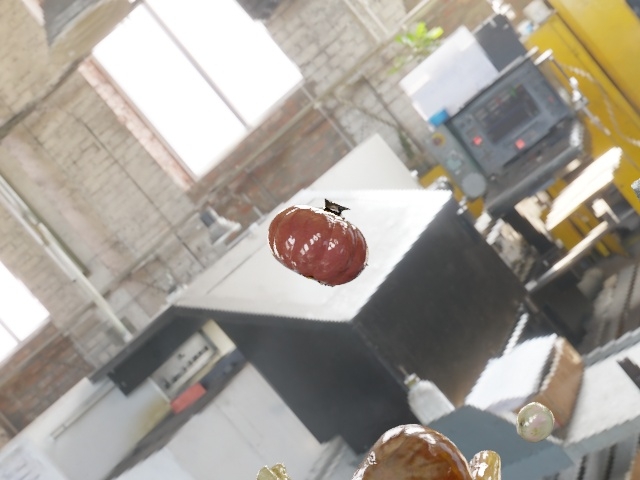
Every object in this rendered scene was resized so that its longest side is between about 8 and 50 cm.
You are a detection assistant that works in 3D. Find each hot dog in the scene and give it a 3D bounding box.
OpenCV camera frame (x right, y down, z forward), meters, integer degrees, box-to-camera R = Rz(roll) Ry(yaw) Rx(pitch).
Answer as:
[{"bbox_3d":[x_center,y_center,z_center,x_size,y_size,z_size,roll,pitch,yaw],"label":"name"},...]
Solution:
[{"bbox_3d":[0.295,0.459,1.594,0.249,0.068,0.100,-30,-45,-78],"label":"hot dog"}]

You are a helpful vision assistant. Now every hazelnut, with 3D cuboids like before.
[{"bbox_3d":[0.119,0.328,1.080,0.182,0.182,0.182,-40,4,3],"label":"hazelnut"}]

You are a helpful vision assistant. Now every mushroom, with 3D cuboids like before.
[{"bbox_3d":[0.445,0.377,1.784,0.083,0.083,0.067,-40,24,5],"label":"mushroom"}]

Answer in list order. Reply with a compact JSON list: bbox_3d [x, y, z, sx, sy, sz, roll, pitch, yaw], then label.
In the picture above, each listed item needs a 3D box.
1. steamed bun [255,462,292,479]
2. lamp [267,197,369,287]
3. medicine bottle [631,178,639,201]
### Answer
[{"bbox_3d":[-0.148,0.716,1.936,0.247,0.189,0.428,-39,42,20],"label":"steamed bun"},{"bbox_3d":[0.000,0.000,1.456,0.182,0.182,0.140,-118,51,-86],"label":"lamp"},{"bbox_3d":[0.583,-0.096,1.465,0.074,0.055,0.118,-26,-7,8],"label":"medicine bottle"}]
